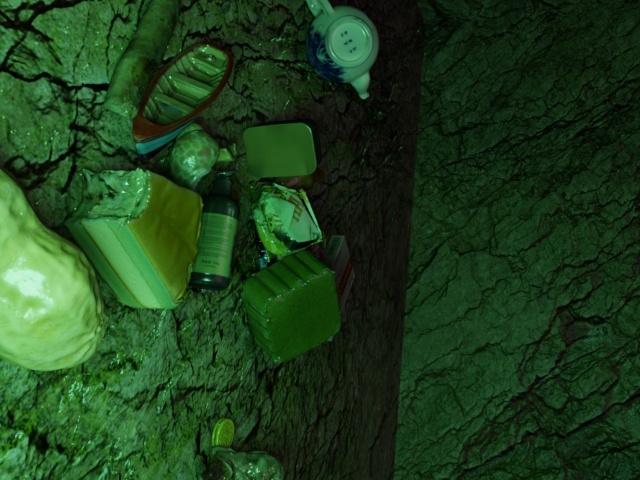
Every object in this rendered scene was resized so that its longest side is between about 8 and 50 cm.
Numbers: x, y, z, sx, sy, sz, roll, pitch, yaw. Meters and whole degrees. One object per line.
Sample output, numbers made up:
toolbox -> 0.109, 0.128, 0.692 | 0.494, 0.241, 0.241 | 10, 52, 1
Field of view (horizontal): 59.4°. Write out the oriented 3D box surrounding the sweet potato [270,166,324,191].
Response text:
sweet potato -> -0.057, -0.201, 1.785 | 0.106, 0.095, 0.354 | -54, 170, 27

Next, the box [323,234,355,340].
box -> 0.041, 0.171, 2.090 | 0.353, 0.069, 0.214 | -64, 147, -45

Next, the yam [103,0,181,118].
yam -> -0.344, -0.370, 1.100 | 0.067, 0.071, 0.317 | 127, -23, -60

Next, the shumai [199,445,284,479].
shumai -> -0.208, 0.575, 1.376 | 0.185, 0.218, 0.184 | 47, 62, -3

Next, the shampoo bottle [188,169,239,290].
shampoo bottle -> -0.244, -0.029, 1.308 | 0.101, 0.101, 0.283 | 38, 55, -64

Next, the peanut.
peanut -> -0.416, 0.039, 0.750 | 0.169, 0.192, 0.387 | -62, 146, -36

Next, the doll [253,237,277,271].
doll -> -0.144, 0.085, 1.612 | 0.096, 0.070, 0.195 | -24, 105, -51

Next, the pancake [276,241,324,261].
pancake -> -0.070, 0.025, 1.806 | 0.356, 0.065, 0.356 | -1, 90, -73

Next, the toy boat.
toy boat -> -0.294, -0.298, 1.180 | 0.079, 0.136, 0.392 | 114, -3, -48

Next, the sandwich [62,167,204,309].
sandwich -> -0.338, 0.001, 1.002 | 0.198, 0.155, 0.227 | 28, 64, -64

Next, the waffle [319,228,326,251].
waffle -> 0.001, 0.002, 1.994 | 0.078, 0.016, 0.085 | -137, -139, -55

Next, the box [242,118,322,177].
box -> -0.100, -0.257, 1.545 | 0.090, 0.201, 0.144 | -56, 140, -61

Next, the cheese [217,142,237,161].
cheese -> -0.235, -0.214, 1.390 | 0.084, 0.060, 0.041 | -49, 130, -66

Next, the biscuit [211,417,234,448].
biscuit -> -0.245, 0.491, 1.414 | 0.084, 0.023, 0.084 | 2, 90, -69

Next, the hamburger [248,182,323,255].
hamburger -> -0.115, -0.056, 1.566 | 0.235, 0.125, 0.214 | -22, 76, -47

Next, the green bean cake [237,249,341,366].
green bean cake -> -0.077, 0.183, 1.553 | 0.247, 0.156, 0.249 | -28, 129, -24

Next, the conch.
conch -> -0.280, -0.179, 1.224 | 0.116, 0.106, 0.172 | -54, 162, -86

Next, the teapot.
teapot -> 0.067, -0.677, 1.944 | 0.424, 0.252, 0.280 | 57, -2, -18
